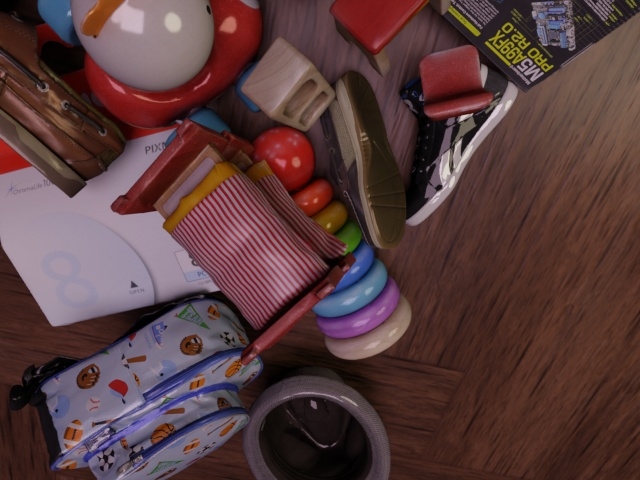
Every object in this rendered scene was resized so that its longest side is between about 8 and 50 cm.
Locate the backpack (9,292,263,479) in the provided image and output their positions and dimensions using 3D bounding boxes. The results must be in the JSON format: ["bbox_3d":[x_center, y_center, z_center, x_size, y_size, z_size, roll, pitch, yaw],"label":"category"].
[{"bbox_3d":[-0.216,0.210,0.589,0.263,0.276,0.213,-39,73,-10],"label":"backpack"}]

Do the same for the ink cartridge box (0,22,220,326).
[{"bbox_3d":[-0.300,-0.083,0.554,0.308,0.091,0.385,-12,116,7],"label":"ink cartridge box"}]

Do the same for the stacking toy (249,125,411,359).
[{"bbox_3d":[0.000,0.000,0.574,0.141,0.141,0.330,-26,106,13],"label":"stacking toy"}]

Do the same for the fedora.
[{"bbox_3d":[-0.006,0.335,0.726,0.243,0.124,0.275,-23,105,9],"label":"fedora"}]

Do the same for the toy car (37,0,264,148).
[{"bbox_3d":[-0.140,-0.208,0.384,0.210,0.238,0.219,-42,105,-6],"label":"toy car"}]

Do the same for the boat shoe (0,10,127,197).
[{"bbox_3d":[-0.343,-0.189,0.421,0.104,0.110,0.307,-49,132,-18],"label":"boat shoe"}]

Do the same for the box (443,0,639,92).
[{"bbox_3d":[0.200,-0.306,0.388,0.270,0.060,0.216,35,148,-12],"label":"box"}]

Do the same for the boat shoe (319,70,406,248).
[{"bbox_3d":[0.049,-0.096,0.523,0.073,0.080,0.224,-13,91,45],"label":"boat shoe"}]

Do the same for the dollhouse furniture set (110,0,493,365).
[{"bbox_3d":[0.011,-0.091,0.397,0.201,0.152,0.374,46,105,4],"label":"dollhouse furniture set"}]

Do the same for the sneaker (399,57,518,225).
[{"bbox_3d":[0.136,-0.135,0.531,0.121,0.079,0.217,31,104,-9],"label":"sneaker"}]
